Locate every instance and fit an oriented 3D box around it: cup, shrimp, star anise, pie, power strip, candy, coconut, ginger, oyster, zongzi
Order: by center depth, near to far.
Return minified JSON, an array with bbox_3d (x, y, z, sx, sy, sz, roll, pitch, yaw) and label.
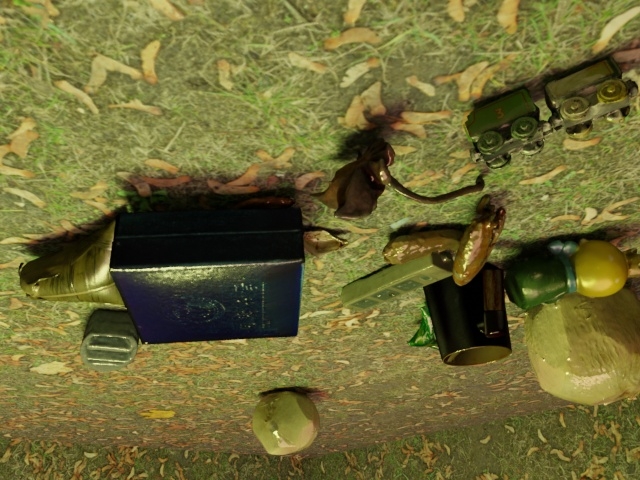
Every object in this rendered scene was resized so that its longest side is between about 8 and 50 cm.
[{"bbox_3d":[0.123,-0.059,0.791,0.227,0.218,0.148,32,148,-18],"label":"star anise"},{"bbox_3d":[-0.112,-0.030,0.912,0.088,0.033,0.191,16,142,-19],"label":"pie"},{"bbox_3d":[-0.414,0.027,0.924,0.205,0.094,0.204,3,140,-9],"label":"zongzi"},{"bbox_3d":[0.277,-0.001,0.972,0.051,0.132,0.187,30,142,21],"label":"shrimp"},{"bbox_3d":[-0.001,0.002,0.989,0.093,0.034,0.051,21,128,-19],"label":"oyster"},{"bbox_3d":[0.196,0.010,1.008,0.173,0.051,0.069,-4,144,-2],"label":"ginger"},{"bbox_3d":[0.297,0.143,1.138,0.166,0.177,0.239,-11,151,14],"label":"cup"},{"bbox_3d":[0.147,0.085,1.149,0.080,0.048,0.286,23,143,-39],"label":"power strip"},{"bbox_3d":[0.632,0.252,1.307,0.297,0.254,0.297,-4,154,-2],"label":"coconut"},{"bbox_3d":[0.292,0.202,1.356,0.141,0.078,0.203,-9,142,-15],"label":"candy"},{"bbox_3d":[-0.121,0.634,1.952,0.227,0.227,0.230,-11,161,13],"label":"coconut"}]

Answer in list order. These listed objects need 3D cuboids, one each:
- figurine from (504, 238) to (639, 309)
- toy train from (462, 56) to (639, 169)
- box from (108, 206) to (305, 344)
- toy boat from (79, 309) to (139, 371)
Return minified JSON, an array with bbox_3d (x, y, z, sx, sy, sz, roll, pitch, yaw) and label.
[{"bbox_3d":[0.492,0.069,1.101,0.234,0.127,0.185,-21,162,3],"label":"figurine"},{"bbox_3d":[0.277,-0.156,0.689,0.202,0.081,0.060,-22,148,17],"label":"toy train"},{"bbox_3d":[-0.171,0.068,0.916,0.279,0.116,0.261,-3,145,-7],"label":"box"},{"bbox_3d":[-0.501,0.248,1.326,0.127,0.078,0.283,7,150,-21],"label":"toy boat"}]
